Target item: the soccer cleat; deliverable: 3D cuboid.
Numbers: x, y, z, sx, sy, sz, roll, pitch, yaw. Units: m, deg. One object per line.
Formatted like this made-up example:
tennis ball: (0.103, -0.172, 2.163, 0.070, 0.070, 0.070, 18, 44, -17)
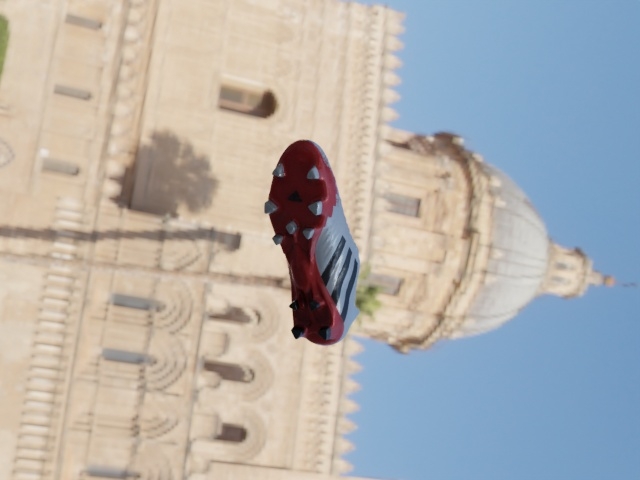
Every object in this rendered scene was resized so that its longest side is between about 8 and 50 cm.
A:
soccer cleat: (0.000, 0.000, 0.408, 0.029, 0.035, 0.083, 2, -71, 31)
